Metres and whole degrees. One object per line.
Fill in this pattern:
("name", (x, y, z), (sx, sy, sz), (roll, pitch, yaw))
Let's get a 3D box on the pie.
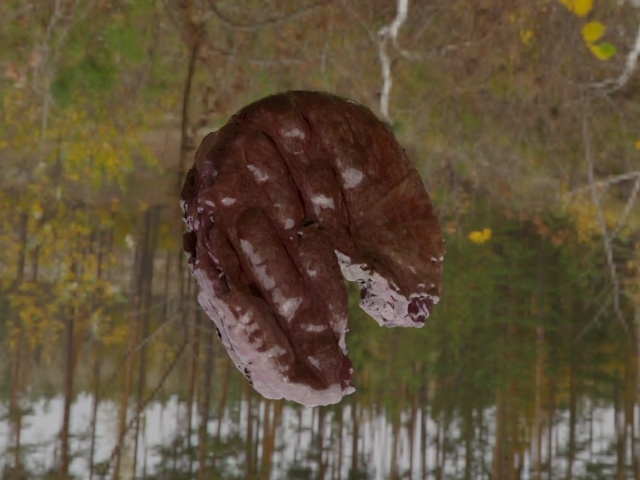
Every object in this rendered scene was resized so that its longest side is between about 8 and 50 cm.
("pie", (0.000, 0.000, 0.690), (0.219, 0.204, 0.054), (-19, -178, -44))
